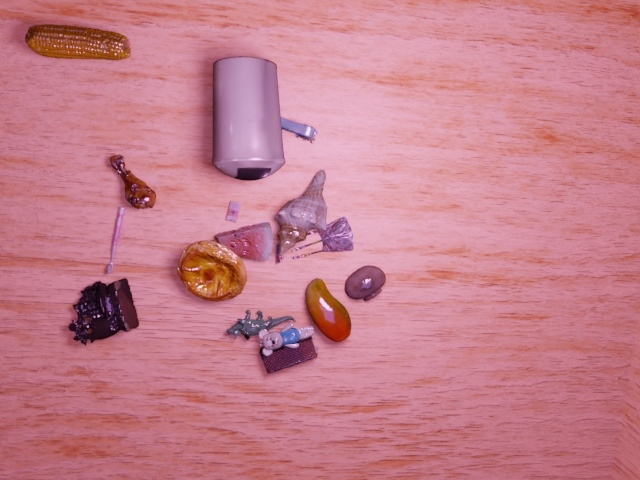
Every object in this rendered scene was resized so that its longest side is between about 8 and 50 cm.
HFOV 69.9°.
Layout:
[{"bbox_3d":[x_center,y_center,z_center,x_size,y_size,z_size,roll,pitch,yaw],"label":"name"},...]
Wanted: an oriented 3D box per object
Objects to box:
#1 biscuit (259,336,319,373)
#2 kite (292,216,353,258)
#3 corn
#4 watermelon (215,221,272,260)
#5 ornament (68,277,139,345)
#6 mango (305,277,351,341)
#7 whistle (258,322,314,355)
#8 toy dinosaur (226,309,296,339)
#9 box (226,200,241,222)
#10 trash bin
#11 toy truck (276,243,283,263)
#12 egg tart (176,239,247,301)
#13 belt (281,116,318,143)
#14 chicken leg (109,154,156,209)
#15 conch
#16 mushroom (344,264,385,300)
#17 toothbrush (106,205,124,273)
[{"bbox_3d":[-0.133,0.488,2.001,0.252,0.070,0.106,-18,101,-4],"label":"biscuit"},{"bbox_3d":[0.000,0.000,1.972,0.286,0.015,0.152,-15,97,-7],"label":"kite"},{"bbox_3d":[-0.900,-0.734,1.709,0.364,0.120,0.120,2,98,-10],"label":"corn"},{"bbox_3d":[-0.319,0.003,1.909,0.242,0.094,0.153,0,108,-5],"label":"watermelon"},{"bbox_3d":[-0.907,0.291,1.879,0.261,0.106,0.250,-11,93,4],"label":"ornament"},{"bbox_3d":[0.027,0.307,1.967,0.146,0.129,0.289,-40,92,2],"label":"mango"},{"bbox_3d":[-0.142,0.409,1.936,0.236,0.077,0.113,-13,89,-7],"label":"whistle"},{"bbox_3d":[-0.262,0.347,1.964,0.292,0.079,0.119,-23,106,-2],"label":"toy dinosaur"},{"bbox_3d":[-0.363,-0.121,1.912,0.046,0.012,0.083,14,95,-9],"label":"box"},{"bbox_3d":[-0.278,-0.445,1.745,0.281,0.280,0.431,-2,96,-6],"label":"trash bin"},{"bbox_3d":[-0.174,0.058,1.954,0.032,0.024,0.083,1,97,16],"label":"toy truck"},{"bbox_3d":[-0.435,0.116,1.868,0.295,0.116,0.294,1,118,1],"label":"egg tart"},{"bbox_3d":[-0.106,-0.459,1.868,0.179,0.100,0.065,21,97,6],"label":"belt"},{"bbox_3d":[-0.751,-0.230,1.825,0.107,0.087,0.251,-33,94,-19],"label":"chicken leg"},{"bbox_3d":[-0.060,-0.107,1.872,0.203,0.169,0.386,33,94,-18],"label":"conch"},{"bbox_3d":[0.195,0.189,1.980,0.188,0.117,0.141,-33,89,4],"label":"mushroom"},{"bbox_3d":[-0.838,0.000,1.872,0.020,0.025,0.286,13,96,-8],"label":"toothbrush"}]
